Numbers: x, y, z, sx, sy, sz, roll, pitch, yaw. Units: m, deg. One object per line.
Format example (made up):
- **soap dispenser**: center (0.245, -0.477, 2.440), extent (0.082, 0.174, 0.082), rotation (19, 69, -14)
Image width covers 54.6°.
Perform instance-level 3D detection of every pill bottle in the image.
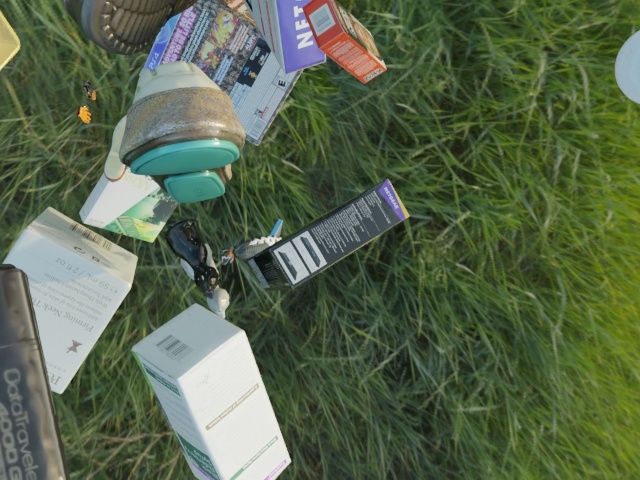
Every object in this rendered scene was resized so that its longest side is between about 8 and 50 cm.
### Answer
- **pill bottle**: center (0.437, -0.227, 0.764), extent (0.169, 0.094, 0.094), rotation (-28, 116, -43)

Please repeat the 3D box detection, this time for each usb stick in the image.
- **usb stick**: center (-0.258, 0.152, 0.511), extent (0.077, 0.045, 0.278), rotation (-10, 77, -33)

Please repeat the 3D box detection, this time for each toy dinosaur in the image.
- **toy dinosaur**: center (-0.287, 0.050, 1.951), extent (0.090, 0.082, 0.047), rotation (-15, 82, 30)

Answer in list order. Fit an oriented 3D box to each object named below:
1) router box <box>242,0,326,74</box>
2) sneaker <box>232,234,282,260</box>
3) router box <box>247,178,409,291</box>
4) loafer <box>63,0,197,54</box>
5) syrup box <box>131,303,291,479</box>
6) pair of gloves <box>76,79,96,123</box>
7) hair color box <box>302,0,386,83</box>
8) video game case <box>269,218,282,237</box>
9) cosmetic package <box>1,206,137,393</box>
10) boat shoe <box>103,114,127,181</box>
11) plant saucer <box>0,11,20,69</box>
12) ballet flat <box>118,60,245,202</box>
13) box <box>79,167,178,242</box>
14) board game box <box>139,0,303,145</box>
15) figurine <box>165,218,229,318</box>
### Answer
- **router box**: center (-0.092, -0.505, 1.038), extent (0.082, 0.301, 0.335), rotation (-21, 149, -10)
- **sneaker**: center (-0.101, 0.047, 1.489), extent (0.234, 0.078, 0.106), rotation (2, 68, -41)
- **router box**: center (0.000, 0.000, 1.172), extent (0.243, 0.309, 0.081), rotation (-32, 93, -14)
- **loafer**: center (-0.245, -0.349, 0.810), extent (0.130, 0.366, 0.134), rotation (30, 119, -9)
- **syrup box**: center (-0.122, 0.202, 0.735), extent (0.096, 0.093, 0.236), rotation (-36, 129, -32)
- **pair of gloves**: center (-0.480, -0.284, 1.278), extent (0.010, 0.074, 0.083), rotation (9, 84, -2)
- **hair color box**: center (0.036, -0.280, 0.866), extent (0.043, 0.141, 0.072), rotation (-28, 72, 23)
- **video game case**: center (-0.141, 0.011, 1.731), extent (0.015, 0.166, 0.119), rotation (27, 77, 0)
- **cosmetic package**: center (-0.800, 0.168, 1.865), extent (0.329, 0.327, 0.393), rotation (32, 95, -19)
- **boat shoe**: center (-0.363, -0.172, 1.145), extent (0.049, 0.043, 0.137), rotation (20, 79, -11)
- **plant saucer**: center (-1.033, -0.563, 1.706), extent (0.081, 0.332, 0.332), rotation (17, 62, 18)
- **ballet flat**: center (-0.134, -0.105, 0.586), extent (0.108, 0.316, 0.106), rotation (-10, 88, -13)
- **box**: center (-0.508, -0.154, 1.784), extent (0.232, 0.058, 0.322), rotation (20, 115, -44)
- **board game box**: center (-0.192, -0.389, 1.320), extent (0.291, 0.141, 0.232), rotation (30, 124, -11)
- **figurine**: center (-0.302, 0.084, 1.598), extent (0.092, 0.209, 0.215), rotation (-26, 151, -9)
